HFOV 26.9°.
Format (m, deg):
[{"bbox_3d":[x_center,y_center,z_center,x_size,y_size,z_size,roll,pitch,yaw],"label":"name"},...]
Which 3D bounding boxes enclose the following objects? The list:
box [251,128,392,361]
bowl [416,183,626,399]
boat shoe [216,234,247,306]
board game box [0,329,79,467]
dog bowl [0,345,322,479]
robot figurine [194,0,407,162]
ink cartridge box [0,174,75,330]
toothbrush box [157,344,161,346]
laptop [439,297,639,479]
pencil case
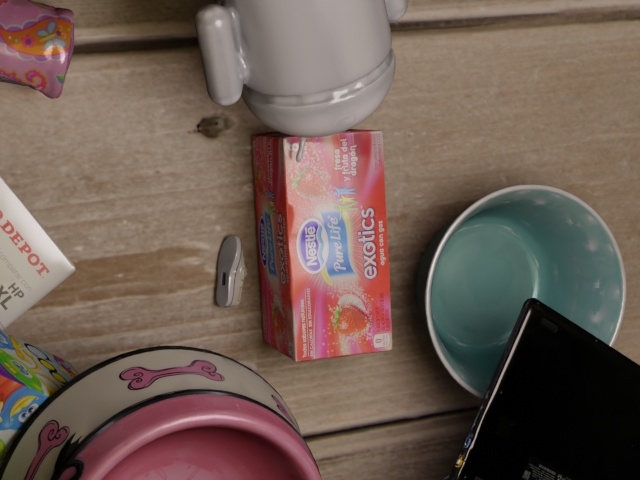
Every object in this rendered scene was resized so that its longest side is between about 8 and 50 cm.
[{"bbox_3d":[0.000,0.000,1.815,0.142,0.154,0.300,-5,98,-19],"label":"box"},{"bbox_3d":[0.260,0.070,1.907,0.311,0.163,0.311,-2,97,-19],"label":"bowl"},{"bbox_3d":[-0.118,0.043,1.841,0.035,0.035,0.100,6,89,-47],"label":"boat shoe"},{"bbox_3d":[-0.390,0.200,1.593,0.144,0.142,0.275,-50,145,2],"label":"board game box"},{"bbox_3d":[-0.169,0.338,1.562,0.408,0.150,0.408,-6,104,-25],"label":"dog bowl"},{"bbox_3d":[-0.019,-0.274,1.625,0.300,0.200,0.353,-28,125,-22],"label":"robot figurine"},{"bbox_3d":[-0.494,0.042,1.652,0.307,0.129,0.223,-40,107,-12],"label":"ink cartridge box"},{"bbox_3d":[-0.232,0.298,1.723,0.283,0.206,0.122,-49,117,-8],"label":"toothbrush box"},{"bbox_3d":[0.274,0.330,1.890,0.382,0.236,0.408,31,78,-30],"label":"laptop"},{"bbox_3d":[-0.448,-0.258,1.652,0.284,0.124,0.124,10,92,-19],"label":"pencil case"}]
